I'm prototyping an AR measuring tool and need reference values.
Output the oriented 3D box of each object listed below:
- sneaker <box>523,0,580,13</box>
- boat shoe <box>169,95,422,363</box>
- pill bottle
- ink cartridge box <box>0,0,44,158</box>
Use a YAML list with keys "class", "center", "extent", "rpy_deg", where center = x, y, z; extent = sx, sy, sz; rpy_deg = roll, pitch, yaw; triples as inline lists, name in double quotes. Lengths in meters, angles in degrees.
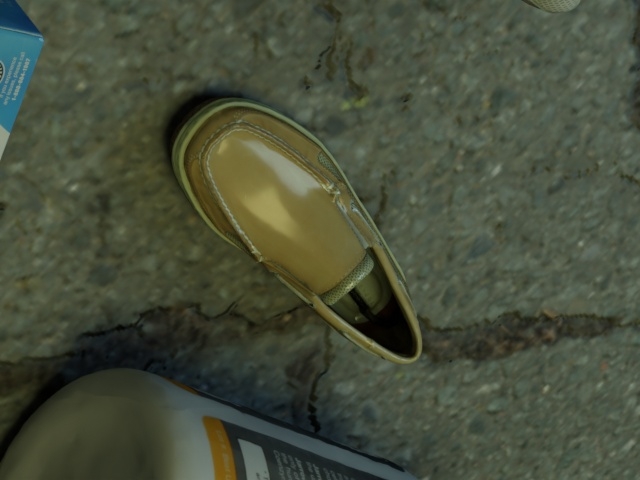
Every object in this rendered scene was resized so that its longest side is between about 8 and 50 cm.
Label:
- class: "sneaker"
  center: [0.166, -0.196, 0.783]
  extent: [0.252, 0.103, 0.111]
  rpy_deg: [-29, 138, -1]
- class: "boat shoe"
  center: [0.000, 0.000, 0.836]
  extent: [0.068, 0.072, 0.190]
  rpy_deg: [-44, 134, 5]
- class: "pill bottle"
  center: [-0.027, 0.177, 0.892]
  extent: [0.278, 0.162, 0.162]
  rpy_deg: [26, 107, -41]
- class: "ink cartridge box"
  center: [-0.188, -0.066, 0.686]
  extent: [0.122, 0.052, 0.088]
  rpy_deg: [7, 118, -37]
